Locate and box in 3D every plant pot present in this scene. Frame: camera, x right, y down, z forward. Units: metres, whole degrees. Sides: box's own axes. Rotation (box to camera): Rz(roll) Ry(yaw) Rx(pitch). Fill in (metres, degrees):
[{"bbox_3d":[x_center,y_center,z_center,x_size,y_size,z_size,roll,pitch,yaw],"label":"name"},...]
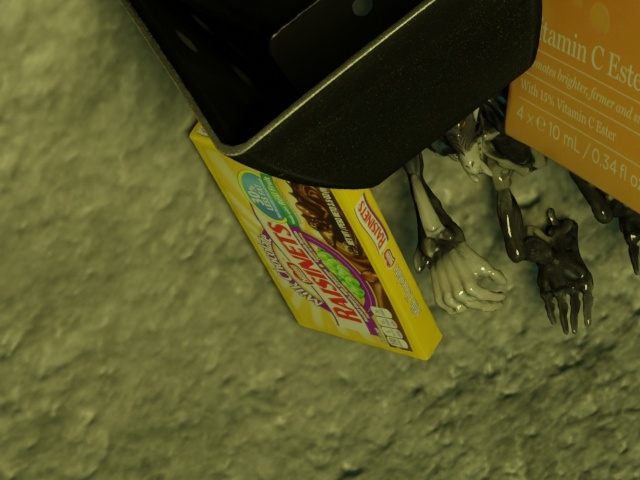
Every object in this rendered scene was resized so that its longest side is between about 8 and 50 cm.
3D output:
[{"bbox_3d":[0.014,-0.134,1.076,0.187,0.188,0.167,-38,150,7],"label":"plant pot"}]

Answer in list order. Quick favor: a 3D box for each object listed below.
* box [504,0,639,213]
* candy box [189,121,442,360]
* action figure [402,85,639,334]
[{"bbox_3d":[0.239,-0.189,1.051,0.168,0.215,0.345,-5,113,-26],"label":"box"},{"bbox_3d":[0.000,0.000,1.249,0.027,0.105,0.206,-58,144,-24],"label":"candy box"},{"bbox_3d":[0.131,-0.039,1.259,0.164,0.141,0.275,-33,141,18],"label":"action figure"}]
